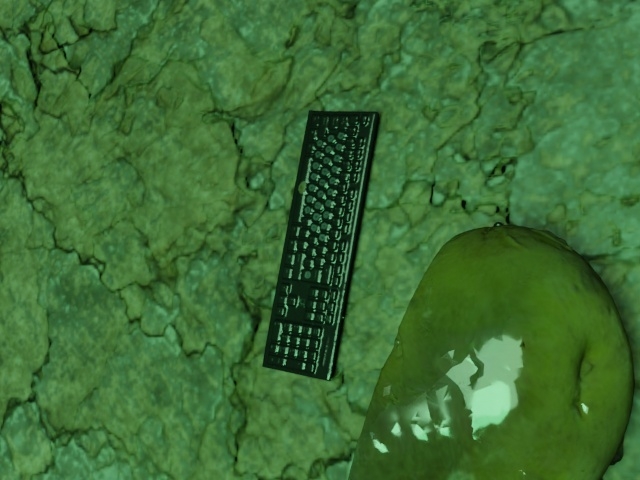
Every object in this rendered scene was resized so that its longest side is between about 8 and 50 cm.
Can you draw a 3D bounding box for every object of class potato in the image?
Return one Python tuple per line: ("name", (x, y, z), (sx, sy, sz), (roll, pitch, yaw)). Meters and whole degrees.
("potato", (0.103, 0.108, 0.509), (0.138, 0.098, 0.243), (16, 89, 28))

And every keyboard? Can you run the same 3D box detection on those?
("keyboard", (0.000, 0.000, 0.633), (0.063, 0.010, 0.198), (6, 83, 31))
